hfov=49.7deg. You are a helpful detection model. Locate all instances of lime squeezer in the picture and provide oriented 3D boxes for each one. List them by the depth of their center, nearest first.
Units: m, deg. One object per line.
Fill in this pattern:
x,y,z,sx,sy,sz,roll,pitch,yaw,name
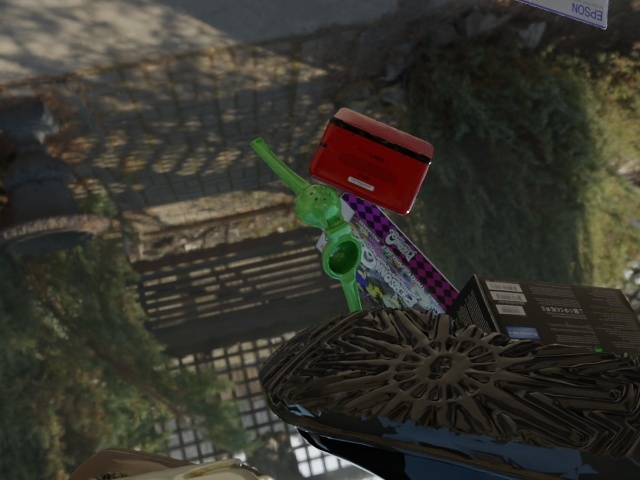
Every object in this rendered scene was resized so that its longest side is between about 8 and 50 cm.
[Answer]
0.000,0.000,0.856,0.059,0.310,0.110,-29,-179,-40,lime squeezer

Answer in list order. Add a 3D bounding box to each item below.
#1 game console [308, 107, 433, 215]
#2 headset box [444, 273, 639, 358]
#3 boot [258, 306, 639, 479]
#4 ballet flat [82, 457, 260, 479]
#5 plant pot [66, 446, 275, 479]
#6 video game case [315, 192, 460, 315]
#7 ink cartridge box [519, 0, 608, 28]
0.071,-0.110,0.933,0.144,0.124,0.085,23,176,3,game console
0.266,0.193,0.957,0.246,0.131,0.283,7,135,-22,headset box
0.113,0.202,0.500,0.348,0.260,0.131,7,-151,43,boot
-0.055,0.259,0.498,0.182,0.164,0.483,-42,127,4,ballet flat
-0.209,0.375,0.877,0.229,0.263,0.263,19,-176,27,plant pot
0.098,0.045,1.085,0.042,0.232,0.210,-39,171,-21,video game case
0.256,-0.359,0.756,0.045,0.206,0.208,-24,128,-13,ink cartridge box
